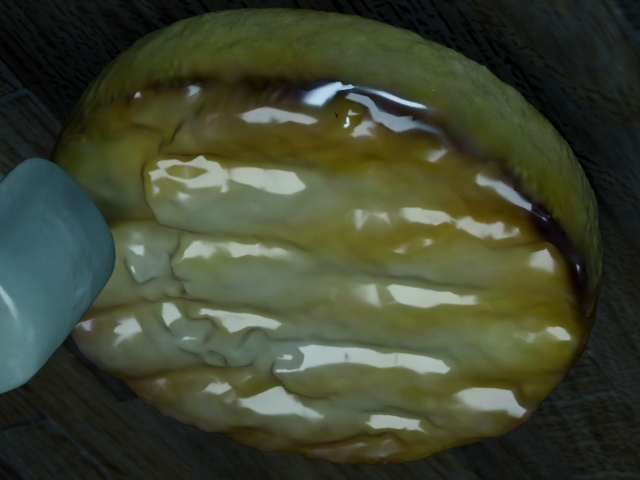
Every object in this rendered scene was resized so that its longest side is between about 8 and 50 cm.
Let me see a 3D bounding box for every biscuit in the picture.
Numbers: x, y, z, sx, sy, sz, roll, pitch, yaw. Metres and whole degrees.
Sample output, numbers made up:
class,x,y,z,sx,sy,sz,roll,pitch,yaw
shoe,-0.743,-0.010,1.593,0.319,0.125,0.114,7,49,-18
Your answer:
class,x,y,z,sx,sy,sz,roll,pitch,yaw
biscuit,0.000,0.000,0.917,0.296,0.102,0.296,8,137,7

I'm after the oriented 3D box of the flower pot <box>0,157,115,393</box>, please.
class,x,y,z,sx,sy,sz,roll,pitch,yaw
flower pot,-0.292,-0.022,0.892,0.367,0.164,0.254,-16,119,43
